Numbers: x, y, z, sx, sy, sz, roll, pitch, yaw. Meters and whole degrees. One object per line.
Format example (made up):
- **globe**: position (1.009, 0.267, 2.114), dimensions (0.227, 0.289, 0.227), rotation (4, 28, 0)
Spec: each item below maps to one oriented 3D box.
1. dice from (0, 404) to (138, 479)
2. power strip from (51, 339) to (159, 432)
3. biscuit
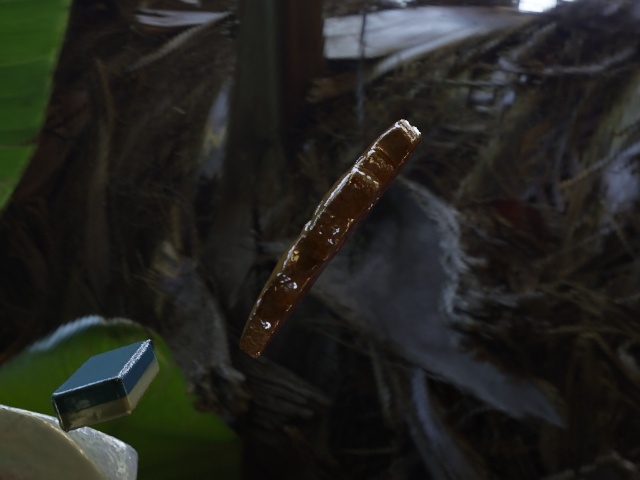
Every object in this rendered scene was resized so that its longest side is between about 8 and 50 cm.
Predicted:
- **dice**: position (-0.316, 0.293, 1.260), dimensions (0.259, 0.251, 0.243), rotation (11, -109, -7)
- **power strip**: position (-0.160, 0.108, 0.985), dimensions (0.056, 0.123, 0.032), rotation (-16, -82, 7)
- **biscuit**: position (0.000, 0.000, 1.364), dimensions (0.043, 0.284, 0.306), rotation (37, -74, 2)
